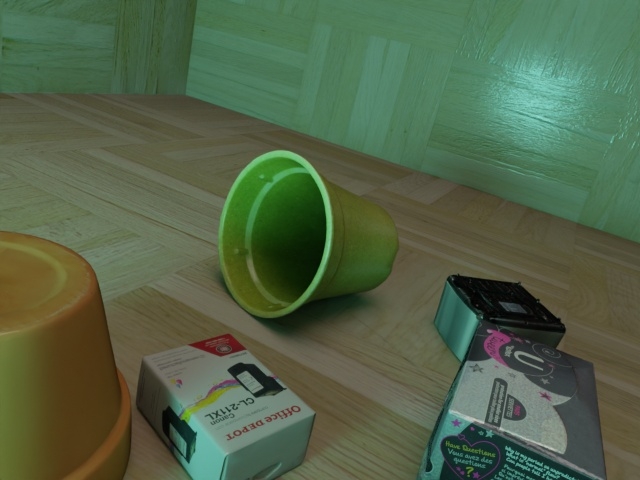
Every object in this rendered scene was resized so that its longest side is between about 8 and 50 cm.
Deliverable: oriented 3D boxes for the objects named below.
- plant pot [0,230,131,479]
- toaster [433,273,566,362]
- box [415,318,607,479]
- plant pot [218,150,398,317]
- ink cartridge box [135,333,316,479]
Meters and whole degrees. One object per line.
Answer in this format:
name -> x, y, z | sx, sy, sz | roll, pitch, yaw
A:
plant pot -> -0.316, 0.120, 0.479 | 0.290, 0.204, 0.291 | 13, 21, -5
toaster -> 0.305, 0.144, 0.934 | 0.185, 0.110, 0.168 | 8, 21, -16
box -> 0.230, 0.225, 0.637 | 0.163, 0.142, 0.247 | 21, 22, 18
plant pot -> 0.000, 0.000, 0.949 | 0.253, 0.276, 0.276 | 8, 19, -46
ink cartridge box -> -0.110, 0.193, 0.601 | 0.127, 0.072, 0.175 | -8, 29, -45
